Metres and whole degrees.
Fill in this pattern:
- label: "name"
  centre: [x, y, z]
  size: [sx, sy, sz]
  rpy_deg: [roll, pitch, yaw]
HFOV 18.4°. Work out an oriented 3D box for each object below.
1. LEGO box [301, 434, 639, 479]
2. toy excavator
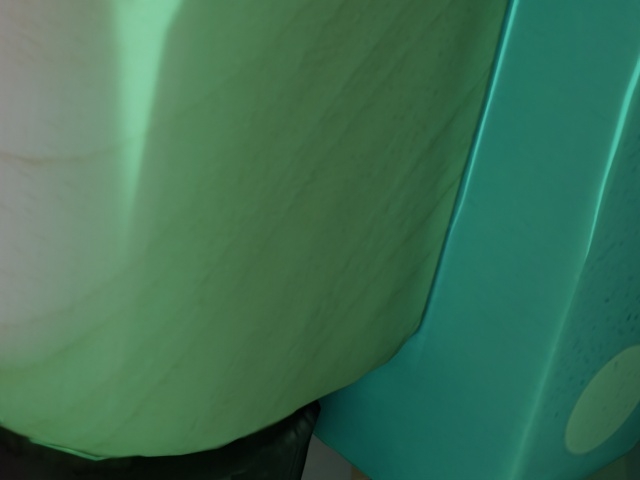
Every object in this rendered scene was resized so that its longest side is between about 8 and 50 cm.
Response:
- label: "LEGO box"
  centre: [-0.016, 0.166, 0.588]
  size: [0.500, 0.372, 0.193]
  rpy_deg: [-3, 131, 15]
- label: "toy excavator"
  centre: [0.082, -0.073, 0.463]
  size: [0.433, 0.445, 0.222]
  rpy_deg: [36, 130, 33]
